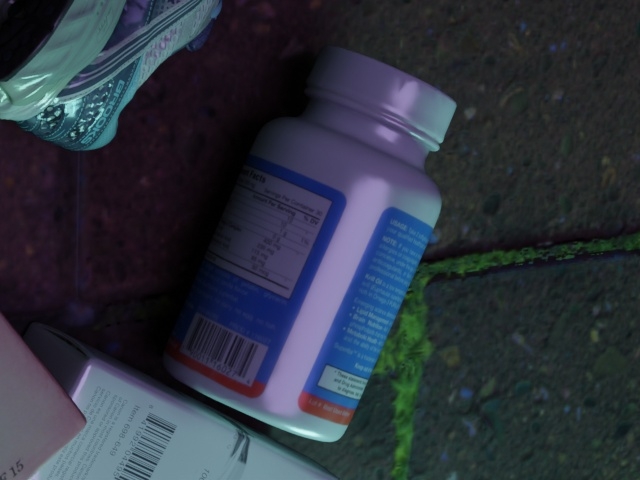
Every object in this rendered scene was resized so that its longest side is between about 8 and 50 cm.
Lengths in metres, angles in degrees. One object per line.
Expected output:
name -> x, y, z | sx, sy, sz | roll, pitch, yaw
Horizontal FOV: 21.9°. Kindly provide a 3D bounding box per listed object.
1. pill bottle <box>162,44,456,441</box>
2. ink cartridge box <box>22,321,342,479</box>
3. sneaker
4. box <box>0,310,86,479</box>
pill bottle -> 0.000, 0.000, 1.013 | 0.124, 0.124, 0.221 | 25, 89, -37
ink cartridge box -> -0.112, 0.167, 1.006 | 0.218, 0.092, 0.158 | 32, 85, -35
sneaker -> -0.094, -0.176, 0.928 | 0.283, 0.110, 0.122 | -54, 144, -7
box -> -0.256, 0.048, 0.849 | 0.148, 0.127, 0.232 | -43, 124, -16
